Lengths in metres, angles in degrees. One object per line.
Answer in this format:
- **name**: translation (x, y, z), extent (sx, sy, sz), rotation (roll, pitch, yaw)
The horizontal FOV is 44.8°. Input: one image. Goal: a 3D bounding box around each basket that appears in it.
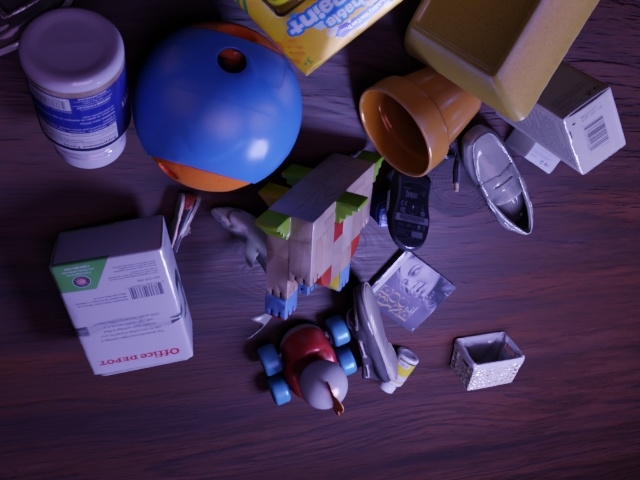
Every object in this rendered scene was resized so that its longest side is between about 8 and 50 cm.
- **basket**: translation (0.449, 0.329, 2.118), extent (0.167, 0.113, 0.103), rotation (-4, 127, -23)

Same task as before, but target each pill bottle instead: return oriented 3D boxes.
- **pill bottle**: translation (0.200, 0.342, 2.035), extent (0.065, 0.065, 0.116), rotation (20, 111, -34)
- **pill bottle**: translation (-0.386, -0.233, 1.252), extent (0.153, 0.153, 0.264), rotation (-15, 159, -16)

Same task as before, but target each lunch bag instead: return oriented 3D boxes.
- **lunch bag**: translation (0.165, -0.068, 1.742), extent (0.098, 0.065, 0.067), rotation (-8, 125, -20)

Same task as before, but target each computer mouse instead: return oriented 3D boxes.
- **computer mouse**: translation (0.222, -0.102, 1.701), extent (0.184, 0.060, 0.262), rotation (5, 83, -27)

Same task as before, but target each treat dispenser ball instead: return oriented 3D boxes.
- **treat dispenser ball**: translation (-0.175, -0.226, 1.328), extent (0.288, 0.288, 0.288), rotation (-13, 126, -18)

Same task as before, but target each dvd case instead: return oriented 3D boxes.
- **dvd case**: translation (0.219, 0.127, 1.930), extent (0.164, 0.018, 0.221), rotation (-47, 128, 10)

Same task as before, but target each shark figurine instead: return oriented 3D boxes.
- **shark figurine**: translation (-0.127, 0.053, 1.641), extent (0.166, 0.116, 0.278), rotation (-16, 87, -31)

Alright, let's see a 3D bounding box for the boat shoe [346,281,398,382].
- **boat shoe**: translation (0.109, 0.236, 1.887), extent (0.096, 0.112, 0.335), rotation (-9, 131, 14)

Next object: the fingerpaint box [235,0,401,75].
- **fingerpaint box**: translation (0.024, -0.543, 1.230), extent (0.445, 0.163, 0.371), rotation (-34, 132, 18)

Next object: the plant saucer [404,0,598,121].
- **plant saucer**: translation (0.311, -0.433, 1.389), extent (0.081, 0.333, 0.332), rotation (7, 119, -47)

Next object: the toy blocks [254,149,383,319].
- **toy blocks**: translation (0.000, 0.000, 1.581), extent (0.381, 0.191, 0.260), rotation (-46, 147, -51)

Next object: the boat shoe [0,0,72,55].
- **boat shoe**: translation (-0.531, -0.335, 1.202), extent (0.305, 0.109, 0.091), rotation (-29, 134, -1)

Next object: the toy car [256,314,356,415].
- **toy car**: translation (0.000, 0.334, 1.821), extent (0.219, 0.238, 0.210), rotation (-21, 128, -11)

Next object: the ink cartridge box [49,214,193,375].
- **ink cartridge box**: translation (-0.384, 0.113, 1.541), extent (0.211, 0.121, 0.289), rotation (-9, 126, -3)

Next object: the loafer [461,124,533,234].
- **loafer**: translation (0.418, -0.136, 1.788), extent (0.112, 0.111, 0.319), rotation (-38, 130, 2)

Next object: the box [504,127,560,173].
- **box**: translation (0.504, -0.229, 1.783), extent (0.101, 0.087, 0.102), rotation (24, 109, -35)

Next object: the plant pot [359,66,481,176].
- **plant pot**: translation (0.214, -0.264, 1.566), extent (0.188, 0.205, 0.205), rotation (-37, 131, -19)

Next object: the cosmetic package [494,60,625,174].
- **cosmetic package**: translation (0.464, -0.282, 1.586), extent (0.113, 0.309, 0.160), rotation (-35, 131, 0)

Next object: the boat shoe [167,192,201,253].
- **boat shoe**: translation (-0.278, -0.033, 1.568), extent (0.043, 0.049, 0.137), rotation (6, 114, -31)
